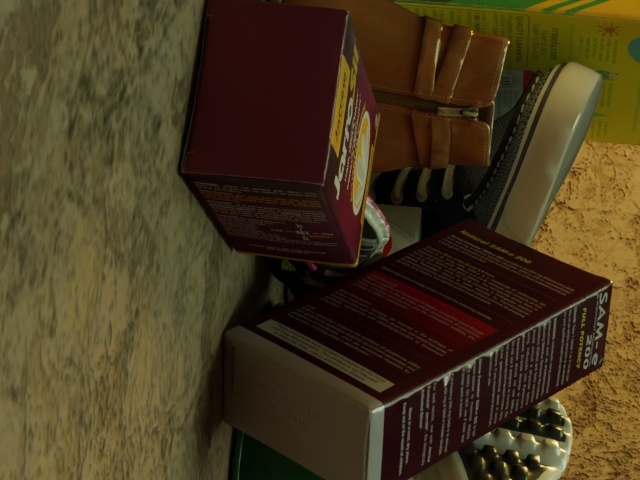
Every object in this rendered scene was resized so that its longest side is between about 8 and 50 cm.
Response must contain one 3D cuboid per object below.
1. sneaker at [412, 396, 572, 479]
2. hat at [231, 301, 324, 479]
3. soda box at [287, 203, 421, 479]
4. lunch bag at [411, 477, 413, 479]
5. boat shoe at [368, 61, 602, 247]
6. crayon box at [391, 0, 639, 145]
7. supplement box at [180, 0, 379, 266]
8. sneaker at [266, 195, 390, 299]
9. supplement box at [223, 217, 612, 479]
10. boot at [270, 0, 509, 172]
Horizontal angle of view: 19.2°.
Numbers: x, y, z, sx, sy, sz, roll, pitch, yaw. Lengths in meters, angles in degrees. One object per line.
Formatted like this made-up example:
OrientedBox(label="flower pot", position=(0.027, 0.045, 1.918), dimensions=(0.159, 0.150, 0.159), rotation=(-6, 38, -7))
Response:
OrientedBox(label="sneaker", position=(0.105, 0.139, 1.340), dimensions=(0.292, 0.110, 0.118), rotation=(-86, -165, -71))
OrientedBox(label="hat", position=(0.043, 0.153, 1.310), dimensions=(0.173, 0.184, 0.208), rotation=(76, 22, -63))
OrientedBox(label="soda box", position=(0.031, 0.096, 1.517), dimensions=(0.286, 0.091, 0.098), rotation=(87, 12, -48))
OrientedBox(label="lunch bag", position=(0.073, 0.296, 1.896), dimensions=(0.243, 0.115, 0.303), rotation=(43, 53, -83))
OrientedBox(label="boat shoe", position=(0.100, -0.043, 1.481), dimensions=(0.127, 0.158, 0.340), rotation=(-58, 172, -35))
OrientedBox(label="crayon box", position=(0.209, -0.151, 1.441), dimensions=(0.202, 0.319, 0.081), rotation=(80, 17, -66))
OrientedBox(label="supplement box", position=(-0.018, -0.058, 1.096), dimensions=(0.188, 0.081, 0.104), rotation=(64, 34, -74))
OrientedBox(label="sneaker", position=(0.000, 0.000, 1.264), dimensions=(0.063, 0.075, 0.170), rotation=(55, -10, 18))
OrientedBox(label="supplement box", position=(0.066, 0.071, 1.230), dimensions=(0.239, 0.130, 0.073), rotation=(-24, 127, -39))
OrientedBox(label="boot", position=(0.047, -0.138, 1.233), dimensions=(0.073, 0.152, 0.197), rotation=(-70, 164, -58))
